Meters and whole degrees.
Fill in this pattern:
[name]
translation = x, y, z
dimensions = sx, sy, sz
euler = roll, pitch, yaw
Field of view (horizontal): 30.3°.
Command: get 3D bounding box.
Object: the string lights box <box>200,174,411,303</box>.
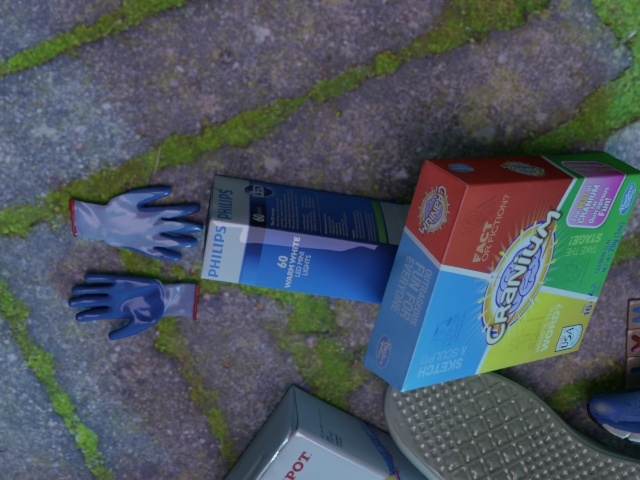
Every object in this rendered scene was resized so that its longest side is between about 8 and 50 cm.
[string lights box]
translation = 0.000, 0.000, 1.336
dimensions = 0.259, 0.133, 0.077
euler = 8, 115, -6

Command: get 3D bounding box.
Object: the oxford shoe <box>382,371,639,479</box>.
[oxford shoe]
translation = 0.273, 0.288, 1.481
dimensions = 0.449, 0.130, 0.169
euler = 25, 77, -8

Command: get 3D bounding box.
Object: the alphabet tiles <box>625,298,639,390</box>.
[alphabet tiles]
translation = 0.487, 0.173, 1.509
dimensions = 0.198, 0.009, 0.237
euler = -5, 113, -1

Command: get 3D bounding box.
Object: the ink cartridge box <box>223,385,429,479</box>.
[ink cartridge box]
translation = 0.028, 0.339, 1.493
dimensions = 0.278, 0.117, 0.201
euler = 30, 108, -15

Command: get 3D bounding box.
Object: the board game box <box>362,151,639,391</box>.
[board game box]
translation = 0.207, 0.027, 1.304
dimensions = 0.316, 0.064, 0.242
euler = -6, 120, -42

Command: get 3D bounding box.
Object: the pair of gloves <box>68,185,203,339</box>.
[pair of gloves]
translation = -0.219, 0.028, 1.397
dimensions = 0.159, 0.023, 0.198
euler = 2, 112, -2

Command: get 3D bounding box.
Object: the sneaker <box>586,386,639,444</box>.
[sneaker]
translation = 0.484, 0.156, 1.444
dimensions = 0.330, 0.130, 0.147
euler = -18, 87, 13
